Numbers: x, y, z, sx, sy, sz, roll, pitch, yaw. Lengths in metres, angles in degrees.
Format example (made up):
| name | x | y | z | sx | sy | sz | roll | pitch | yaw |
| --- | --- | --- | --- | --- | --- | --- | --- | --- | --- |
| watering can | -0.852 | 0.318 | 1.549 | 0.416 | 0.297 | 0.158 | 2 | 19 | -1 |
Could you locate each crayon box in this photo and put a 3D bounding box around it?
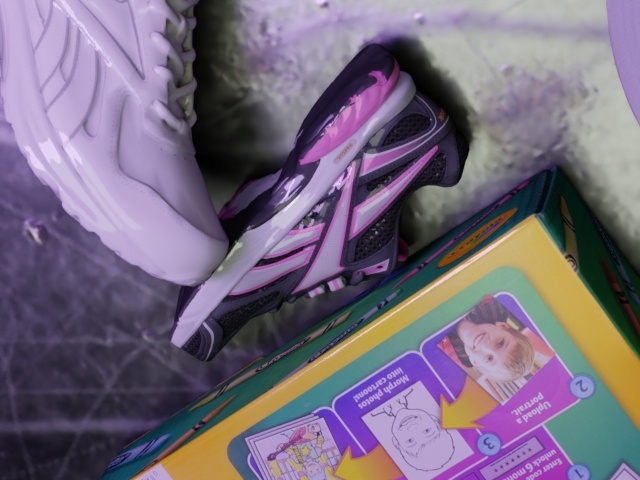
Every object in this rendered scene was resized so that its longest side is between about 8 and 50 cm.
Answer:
| name | x | y | z | sx | sy | sz | roll | pitch | yaw |
| --- | --- | --- | --- | --- | --- | --- | --- | --- | --- |
| crayon box | 0.042 | 0.113 | 0.881 | 0.278 | 0.081 | 0.165 | -34 | 99 | 19 |

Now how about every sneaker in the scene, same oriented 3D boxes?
| name | x | y | z | sx | sy | sz | roll | pitch | yaw |
| --- | --- | --- | --- | --- | --- | --- | --- | --- | --- |
| sneaker | 0.000 | 0.000 | 0.863 | 0.077 | 0.072 | 0.178 | 36 | 117 | -13 |
| sneaker | -0.089 | -0.093 | 0.822 | 0.115 | 0.090 | 0.232 | -30 | 84 | 9 |

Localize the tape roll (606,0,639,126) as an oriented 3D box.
| name | x | y | z | sx | sy | sz | roll | pitch | yaw |
| --- | --- | --- | --- | --- | --- | --- | --- | --- | --- |
| tape roll | 0.227 | -0.098 | 0.740 | 0.219 | 0.072 | 0.219 | 11 | 110 | 33 |
